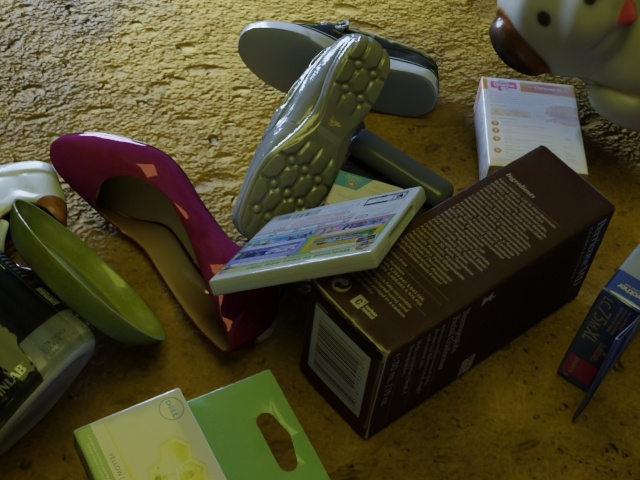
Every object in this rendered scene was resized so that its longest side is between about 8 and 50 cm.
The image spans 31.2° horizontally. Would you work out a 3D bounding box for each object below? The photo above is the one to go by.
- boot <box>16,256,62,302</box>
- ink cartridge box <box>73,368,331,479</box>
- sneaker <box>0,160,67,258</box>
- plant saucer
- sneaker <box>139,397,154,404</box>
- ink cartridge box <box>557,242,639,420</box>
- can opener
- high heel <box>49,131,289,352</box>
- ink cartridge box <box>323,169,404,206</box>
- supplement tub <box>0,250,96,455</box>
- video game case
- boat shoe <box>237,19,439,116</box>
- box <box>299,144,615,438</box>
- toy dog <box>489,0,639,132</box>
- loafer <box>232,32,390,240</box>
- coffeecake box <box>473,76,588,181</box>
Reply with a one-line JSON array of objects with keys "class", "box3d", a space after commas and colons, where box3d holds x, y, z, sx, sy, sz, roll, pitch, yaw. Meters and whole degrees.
[{"class": "boot", "box3d": [-0.424, 0.069, 1.387, 0.219, 0.082, 0.106, 6, 47, -5]}, {"class": "ink cartridge box", "box3d": [-0.115, 0.233, 1.191, 0.235, 0.056, 0.171, -21, 65, -22]}, {"class": "sneaker", "box3d": [-0.461, -0.022, 1.441, 0.290, 0.106, 0.123, -14, 51, -20]}, {"class": "plant saucer", "box3d": [-0.282, 0.046, 1.352, 0.037, 0.241, 0.241, -45, 63, 0]}, {"class": "sneaker", "box3d": [-0.117, 0.279, 1.253, 0.091, 0.094, 0.258, -18, 63, -32]}, {"class": "ink cartridge box", "box3d": [0.393, 0.065, 1.421, 0.065, 0.186, 0.311, 33, 54, 16]}, {"class": "can opener", "box3d": [0.073, -0.127, 1.617, 0.280, 0.074, 0.093, 38, 55, 22]}, {"class": "high heel", "box3d": [-0.213, -0.007, 1.439, 0.377, 0.127, 0.181, 26, 41, 10]}, {"class": "ink cartridge box", "box3d": [0.042, -0.003, 1.498, 0.092, 0.090, 0.143, 18, 51, 9]}, {"class": "supplement tub", "box3d": [-0.421, 0.078, 1.256, 0.316, 0.193, 0.193, 41, 55, 3]}, {"class": "video game case", "box3d": [0.000, 0.000, 1.345, 0.212, 0.023, 0.193, -11, 20, 27]}, {"class": "boat shoe", "box3d": [0.031, -0.277, 1.715, 0.306, 0.113, 0.105, 11, 43, -2]}, {"class": "box", "box3d": [0.166, 0.059, 1.399, 0.381, 0.191, 0.143, -31, 60, -27]}, {"class": "toy dog", "box3d": [0.441, -0.310, 1.612, 0.408, 0.284, 0.395, 16, 23, -31]}, {"class": "loafer", "box3d": [-0.020, -0.138, 1.552, 0.319, 0.112, 0.111, -55, 26, -8]}, {"class": "coffeecake box", "box3d": [0.302, -0.147, 1.665, 0.142, 0.068, 0.185, 5, 50, -3]}]
